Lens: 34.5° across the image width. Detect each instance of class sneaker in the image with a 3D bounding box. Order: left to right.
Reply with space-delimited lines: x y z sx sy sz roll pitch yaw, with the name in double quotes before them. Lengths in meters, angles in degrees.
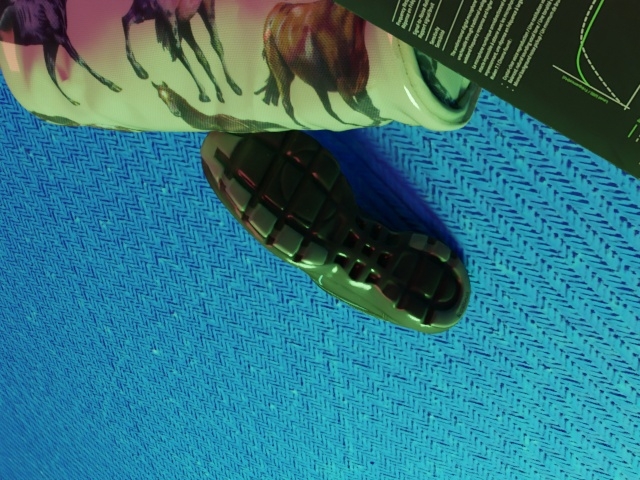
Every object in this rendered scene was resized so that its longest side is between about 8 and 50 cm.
"sneaker" 0.000 0.000 0.866 0.267 0.101 0.106 38 157 -20

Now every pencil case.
"pencil case" -0.066 -0.165 0.733 0.410 0.160 0.183 5 140 36

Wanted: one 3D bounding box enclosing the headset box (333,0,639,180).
"headset box" 0.110 -0.198 0.489 0.283 0.246 0.131 33 142 11
